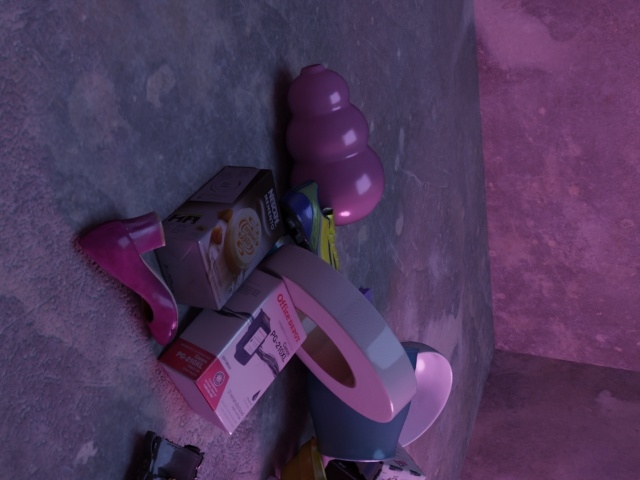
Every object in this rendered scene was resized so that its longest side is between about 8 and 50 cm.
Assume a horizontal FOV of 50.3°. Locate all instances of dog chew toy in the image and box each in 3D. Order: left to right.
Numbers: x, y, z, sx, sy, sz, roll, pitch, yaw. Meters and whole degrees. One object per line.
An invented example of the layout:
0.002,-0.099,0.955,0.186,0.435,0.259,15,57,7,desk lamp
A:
0.017,-0.202,1.439,0.206,0.206,0.332,-46,127,-54,dog chew toy

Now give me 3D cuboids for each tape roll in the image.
0.018,0.178,1.302,0.072,0.392,0.392,-40,137,-20,tape roll

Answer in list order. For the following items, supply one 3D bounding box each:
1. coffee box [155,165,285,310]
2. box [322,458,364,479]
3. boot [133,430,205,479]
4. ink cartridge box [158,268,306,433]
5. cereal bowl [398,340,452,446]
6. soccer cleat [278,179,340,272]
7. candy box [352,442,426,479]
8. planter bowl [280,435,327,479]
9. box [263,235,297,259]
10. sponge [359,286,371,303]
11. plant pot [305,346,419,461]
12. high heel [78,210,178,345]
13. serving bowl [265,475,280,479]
-0.168,-0.013,1.179,0.246,0.098,0.141,-54,142,-48,coffee box
0.070,0.671,1.700,0.203,0.167,0.168,-62,154,3,box
-0.245,0.455,1.127,0.263,0.091,0.229,60,43,-49,boot
-0.146,0.189,1.209,0.237,0.100,0.172,-50,141,-29,ink cartridge box
0.215,0.432,1.985,0.338,0.141,0.339,-18,124,-28,cereal bowl
0.001,0.000,1.383,0.121,0.093,0.289,-45,138,-19,soccer cleat
0.141,0.540,1.743,0.159,0.233,0.071,27,98,-33,candy box
-0.037,0.562,1.546,0.217,0.090,0.217,-12,90,-88,planter bowl
-0.062,0.032,1.464,0.244,0.060,0.101,62,42,-50,box
0.112,0.250,1.925,0.117,0.031,0.210,-36,127,-59,sponge
0.088,0.370,1.585,0.271,0.271,0.256,22,70,-64,plant pot
-0.282,0.075,1.014,0.117,0.082,0.244,-21,134,-28,high heel
-0.106,0.572,1.528,0.083,0.027,0.084,-22,115,-62,serving bowl
